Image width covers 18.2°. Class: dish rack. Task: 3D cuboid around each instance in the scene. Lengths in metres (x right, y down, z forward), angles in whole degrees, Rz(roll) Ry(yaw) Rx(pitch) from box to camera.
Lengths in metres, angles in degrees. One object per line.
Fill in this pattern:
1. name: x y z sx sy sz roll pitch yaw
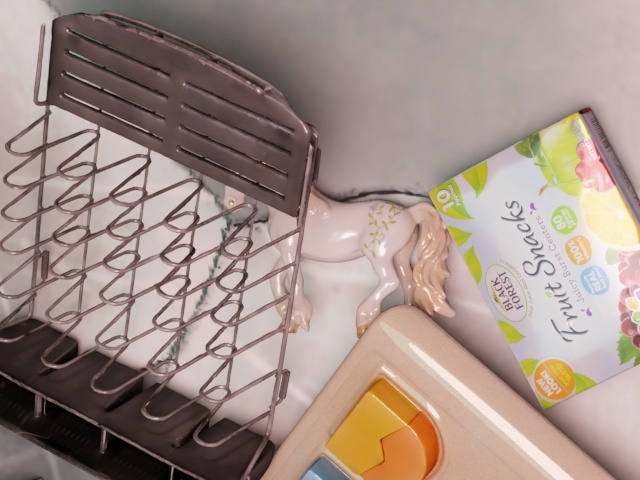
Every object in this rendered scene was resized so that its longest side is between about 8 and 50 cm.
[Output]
1. dish rack: -0.103 0.012 1.141 0.208 0.074 0.272 24 124 21

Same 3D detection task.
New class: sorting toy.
1. sorting toy: 0.059 0.166 1.149 0.193 0.038 0.208 41 125 8

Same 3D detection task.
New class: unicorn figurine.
1. unicorn figurine: 0.000 0.000 1.162 0.161 0.060 0.111 3 90 3

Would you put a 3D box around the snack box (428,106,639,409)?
1. snack box: 0.138 0.010 1.123 0.100 0.037 0.141 -29 89 21

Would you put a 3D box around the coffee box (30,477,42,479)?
1. coffee box: -0.225 0.318 1.247 0.168 0.119 0.297 -15 94 21
